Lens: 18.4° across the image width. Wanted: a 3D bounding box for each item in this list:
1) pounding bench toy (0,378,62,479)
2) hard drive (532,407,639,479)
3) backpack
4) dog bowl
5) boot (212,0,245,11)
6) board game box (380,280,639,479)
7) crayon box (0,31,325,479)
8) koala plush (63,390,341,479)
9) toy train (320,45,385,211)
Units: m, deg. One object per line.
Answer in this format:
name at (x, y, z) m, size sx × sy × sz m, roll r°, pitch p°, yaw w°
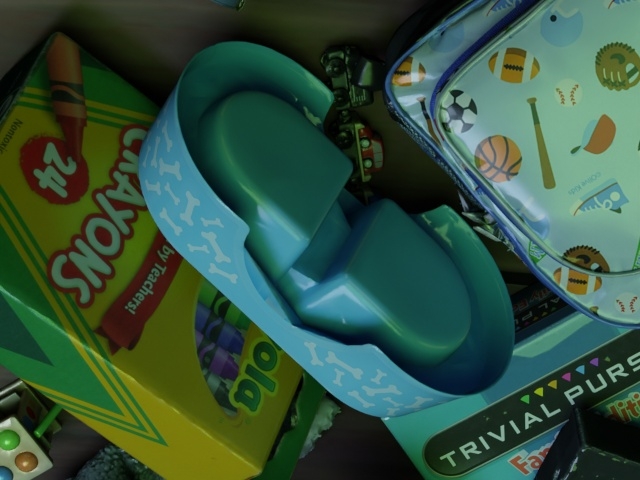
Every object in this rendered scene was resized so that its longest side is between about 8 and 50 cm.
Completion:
pounding bench toy at (-0.219, 0.141, 1.465) m, size 0.083 × 0.065 × 0.052 m, roll -30°, pitch 113°, yaw 13°
hard drive at (0.223, 0.303, 1.467) m, size 0.237 × 0.064 × 0.339 m, roll 19°, pitch 115°, yaw -9°
backpack at (0.199, -0.083, 1.275) m, size 0.276 × 0.213 × 0.263 m, roll -38°, pitch 105°, yaw 16°
dog bowl at (0.000, 0.000, 1.326) m, size 0.297 × 0.166 × 0.074 m, roll 44°, pitch 130°, yaw -11°
boot at (-0.118, -0.230, 1.277) m, size 0.219 × 0.082 × 0.106 m, roll 22°, pitch 111°, yaw -13°
board game box at (0.236, 0.179, 1.485) m, size 0.254 × 0.079 × 0.336 m, roll -30°, pitch 113°, yaw 13°
crayon box at (-0.109, 0.032, 1.338) m, size 0.318 × 0.202 × 0.081 m, roll 37°, pitch 140°, yaw -18°
koala plush at (-0.099, 0.176, 1.444) m, size 0.196 × 0.203 × 0.221 m, roll 27°, pitch 93°, yaw -26°
toy train at (0.028, -0.064, 1.393) m, size 0.036 × 0.027 × 0.158 m, roll -12°, pitch 116°, yaw -7°
